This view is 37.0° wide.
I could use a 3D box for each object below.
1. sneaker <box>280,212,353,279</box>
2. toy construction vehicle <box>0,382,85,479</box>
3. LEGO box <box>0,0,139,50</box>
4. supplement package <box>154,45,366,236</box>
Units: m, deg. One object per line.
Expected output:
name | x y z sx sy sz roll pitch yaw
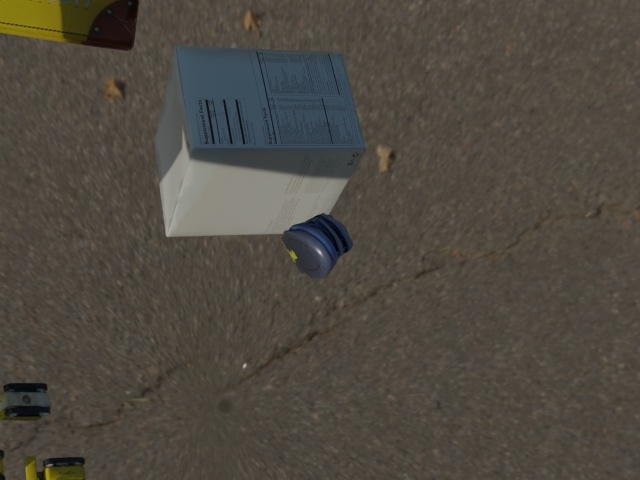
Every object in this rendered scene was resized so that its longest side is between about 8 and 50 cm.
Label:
sneaker | 0.000 0.000 0.896 0.059 0.144 0.053 -29 97 -6
toy construction vehicle | -0.226 0.150 0.700 0.098 0.035 0.086 5 58 -38
LEGO box | -0.485 -0.381 1.211 0.500 0.372 0.193 6 103 -18
supplement package | -0.082 -0.115 1.156 0.203 0.194 0.149 -2 61 -20
